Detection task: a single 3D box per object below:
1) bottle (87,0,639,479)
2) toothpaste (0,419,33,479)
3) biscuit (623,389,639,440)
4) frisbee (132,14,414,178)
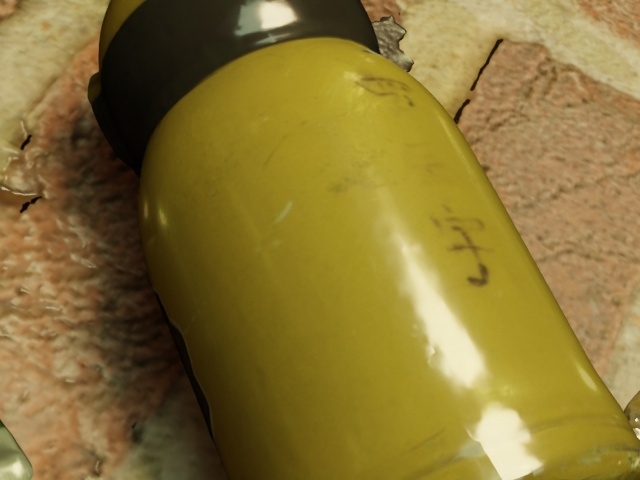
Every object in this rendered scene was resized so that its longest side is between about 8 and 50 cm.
[{"bbox_3d":[0.000,0.000,0.649,0.171,0.171,0.351,-9,58,-29],"label":"bottle"},{"bbox_3d":[-0.266,-0.030,0.632,0.099,0.061,0.392,-22,68,-35],"label":"toothpaste"},{"bbox_3d":[0.215,0.191,0.682,0.141,0.038,0.289,-10,61,-24],"label":"biscuit"},{"bbox_3d":[-0.033,-0.112,0.801,0.187,0.012,0.211,4,63,-18],"label":"frisbee"}]
